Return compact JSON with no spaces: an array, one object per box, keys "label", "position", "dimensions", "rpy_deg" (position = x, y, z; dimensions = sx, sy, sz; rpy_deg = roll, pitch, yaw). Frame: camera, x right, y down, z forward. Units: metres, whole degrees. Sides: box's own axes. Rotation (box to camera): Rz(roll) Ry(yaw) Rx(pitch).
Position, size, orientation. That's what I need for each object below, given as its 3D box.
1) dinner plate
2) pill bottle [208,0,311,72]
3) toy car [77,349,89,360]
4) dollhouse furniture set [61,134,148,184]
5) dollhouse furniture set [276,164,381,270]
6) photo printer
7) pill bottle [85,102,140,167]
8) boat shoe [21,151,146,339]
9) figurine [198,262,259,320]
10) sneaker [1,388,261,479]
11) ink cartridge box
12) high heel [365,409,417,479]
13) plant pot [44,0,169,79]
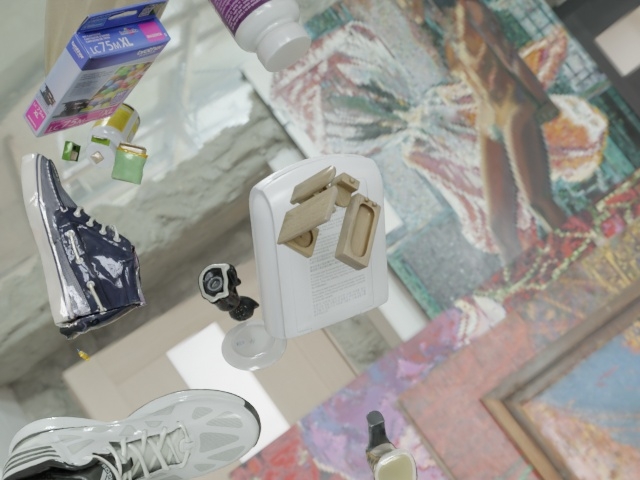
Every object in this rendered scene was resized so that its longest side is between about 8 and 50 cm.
[{"label":"dinner plate","position":[-0.141,0.216,1.857],"dimensions":[0.141,0.141,0.017],"rpy_deg":[-33,-43,-24]},{"label":"pill bottle","position":[-0.152,-0.539,2.010],"dimensions":[0.169,0.301,0.169],"rpy_deg":[-31,-13,-8]},{"label":"toy car","position":[-0.572,0.226,2.131],"dimensions":[0.060,0.122,0.040],"rpy_deg":[-30,-31,0]},{"label":"dollhouse furniture set","position":[-0.415,-0.161,1.700],"dimensions":[0.058,0.152,0.076],"rpy_deg":[-121,45,-88]},{"label":"dollhouse furniture set","position":[0.045,-0.039,1.320],"dimensions":[0.123,0.151,0.144],"rpy_deg":[-26,41,50]},{"label":"photo printer","position":[0.000,0.000,1.590],"dimensions":[0.256,0.307,0.107],"rpy_deg":[-19,27,-28]},{"label":"pill bottle","position":[-0.527,-0.265,2.217],"dimensions":[0.103,0.103,0.184],"rpy_deg":[-42,23,34]},{"label":"boat shoe","position":[-0.414,-0.008,1.552],"dimensions":[0.158,0.340,0.127],"rpy_deg":[-16,-8,-4]},{"label":"figurine","position":[-0.134,0.103,1.938],"dimensions":[0.215,0.092,0.209],"rpy_deg":[-21,-28,5]},{"label":"sneaker","position":[-0.312,0.385,1.479],"dimensions":[0.447,0.169,0.257],"rpy_deg":[-8,11,-8]},{"label":"ink cartridge box","position":[-0.394,-0.306,1.578],"dimensions":[0.186,0.065,0.311],"rpy_deg":[-28,-9,-46]},{"label":"high heel","position":[0.156,0.514,1.870],"dimensions":[0.093,0.261,0.186],"rpy_deg":[-14,-47,-5]},{"label":"plant pot","position":[-0.484,-0.439,1.877],"dimensions":[0.256,0.256,0.274],"rpy_deg":[26,-99,-81]}]
